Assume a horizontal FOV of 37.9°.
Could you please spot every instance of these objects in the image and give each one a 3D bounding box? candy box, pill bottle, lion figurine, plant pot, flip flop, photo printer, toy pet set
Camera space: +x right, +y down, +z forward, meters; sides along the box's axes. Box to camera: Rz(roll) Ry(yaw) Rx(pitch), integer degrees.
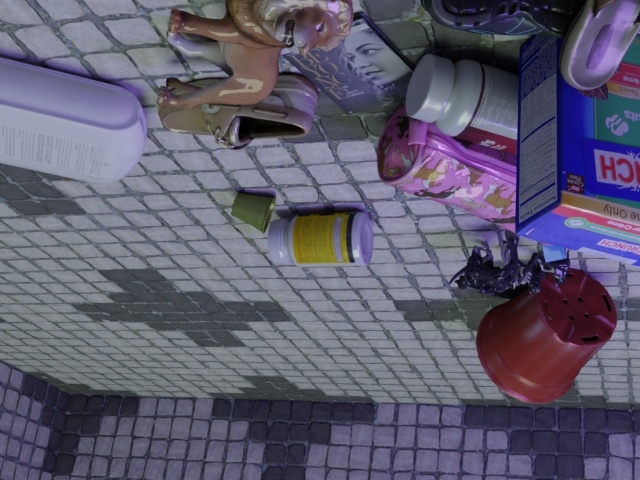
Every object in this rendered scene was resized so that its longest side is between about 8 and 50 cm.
[{"bbox_3d":[0.422,-0.137,1.321,0.268,0.317,0.122,13,156,-16],"label":"candy box"},{"bbox_3d":[0.000,0.000,2.002,0.209,0.119,0.119,-2,155,19],"label":"pill bottle"},{"bbox_3d":[0.252,-0.210,1.444,0.221,0.121,0.121,14,156,-16],"label":"pill bottle"},{"bbox_3d":[-0.106,-0.287,1.374,0.240,0.142,0.392,8,167,-12],"label":"lion figurine"},{"bbox_3d":[-0.143,-0.066,1.955,0.079,0.083,0.083,19,157,4],"label":"plant pot"},{"bbox_3d":[0.545,0.213,2.200,0.273,0.272,0.265,11,149,-10],"label":"plant pot"},{"bbox_3d":[0.376,-0.302,1.154,0.112,0.080,0.277,4,128,-14],"label":"flip flop"},{"bbox_3d":[-0.468,-0.205,1.666,0.308,0.107,0.256,12,156,-14],"label":"photo printer"},{"bbox_3d":[0.511,0.001,1.907,0.114,0.065,0.122,-13,153,13],"label":"toy pet set"}]

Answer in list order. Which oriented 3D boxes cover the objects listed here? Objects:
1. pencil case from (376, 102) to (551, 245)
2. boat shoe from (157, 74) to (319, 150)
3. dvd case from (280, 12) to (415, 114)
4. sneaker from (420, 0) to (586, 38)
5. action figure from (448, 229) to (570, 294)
[{"bbox_3d":[0.281,-0.113,1.620,0.386,0.160,0.167,18,130,-24],"label":"pencil case"},{"bbox_3d":[-0.150,-0.208,1.582,0.302,0.098,0.109,-2,155,23],"label":"boat shoe"},{"bbox_3d":[0.055,-0.274,1.481,0.165,0.018,0.221,-9,152,33],"label":"dvd case"},{"bbox_3d":[0.263,-0.324,1.250,0.268,0.101,0.106,3,-171,-10],"label":"sneaker"},{"bbox_3d":[0.390,0.046,1.988,0.276,0.140,0.164,2,164,-32],"label":"action figure"}]
